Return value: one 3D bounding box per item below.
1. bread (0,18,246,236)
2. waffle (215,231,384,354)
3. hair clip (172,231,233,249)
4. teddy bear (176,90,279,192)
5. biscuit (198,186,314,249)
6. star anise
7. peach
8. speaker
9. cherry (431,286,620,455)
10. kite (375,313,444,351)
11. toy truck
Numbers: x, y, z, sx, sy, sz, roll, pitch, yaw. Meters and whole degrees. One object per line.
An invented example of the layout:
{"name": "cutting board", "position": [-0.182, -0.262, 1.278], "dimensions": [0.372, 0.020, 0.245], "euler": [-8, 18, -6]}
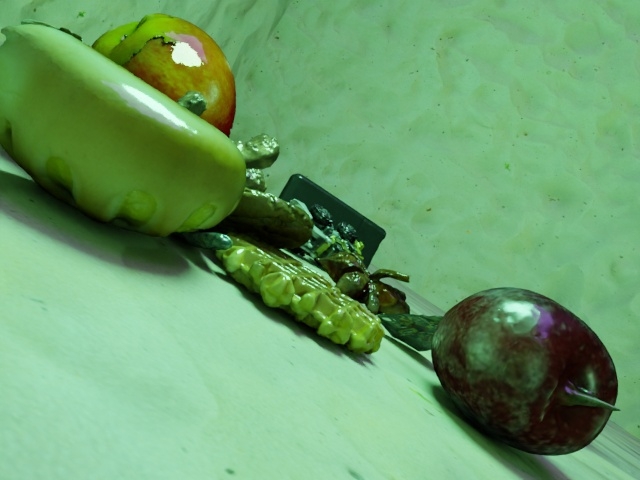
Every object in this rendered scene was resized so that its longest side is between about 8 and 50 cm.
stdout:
{"name": "bread", "position": [-0.234, -0.112, 0.645], "dimensions": [0.333, 0.160, 0.333], "euler": [33, 5, -3]}
{"name": "waffle", "position": [-0.031, 0.067, 0.781], "dimensions": [0.249, 0.056, 0.253], "euler": [30, 2, -21]}
{"name": "hair clip", "position": [-0.190, -0.022, 0.768], "dimensions": [0.229, 0.036, 0.066], "euler": [26, -8, 45]}
{"name": "teddy bear", "position": [-0.257, -0.188, 1.100], "dimensions": [0.296, 0.246, 0.222], "euler": [-8, 60, -27]}
{"name": "biscuit", "position": [-0.116, -0.030, 0.853], "dimensions": [0.226, 0.042, 0.226], "euler": [10, -15, 3]}
{"name": "star anise", "position": [0.085, 0.090, 1.153], "dimensions": [0.213, 0.111, 0.196], "euler": [23, 0, -26]}
{"name": "peach", "position": [-0.360, -0.334, 1.314], "dimensions": [0.370, 0.369, 0.370], "euler": [32, 4, -2]}
{"name": "speaker", "position": [0.013, -0.030, 1.630], "dimensions": [0.388, 0.180, 0.184], "euler": [32, -3, -26]}
{"name": "cherry", "position": [0.266, 0.172, 0.774], "dimensions": [0.230, 0.202, 0.300], "euler": [29, -10, -20]}
{"name": "kite", "position": [0.216, 0.150, 0.969], "dimensions": [0.141, 0.015, 0.245], "euler": [37, -35, -30]}
{"name": "toy truck", "position": [0.000, 0.000, 1.398], "dimensions": [0.286, 0.136, 0.111], "euler": [27, 27, -46]}
